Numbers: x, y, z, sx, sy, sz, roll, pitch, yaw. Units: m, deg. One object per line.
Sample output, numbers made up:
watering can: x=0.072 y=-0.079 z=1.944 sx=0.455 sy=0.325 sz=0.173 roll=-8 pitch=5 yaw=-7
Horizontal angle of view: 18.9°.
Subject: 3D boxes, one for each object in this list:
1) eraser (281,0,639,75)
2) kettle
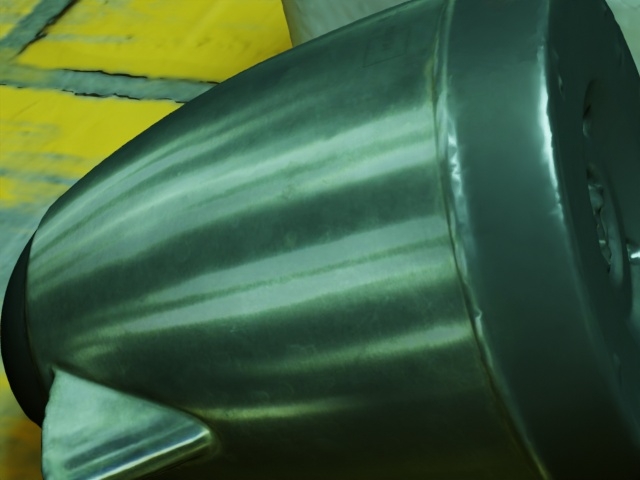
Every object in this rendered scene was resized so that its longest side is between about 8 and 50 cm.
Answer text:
eraser: x=0.131 y=-0.129 z=0.954 sx=0.331 sy=0.150 sz=0.331 roll=-8 pitch=37 yaw=6
kettle: x=-0.006 y=0.001 z=0.774 sx=0.271 sy=0.207 sz=0.250 roll=-14 pitch=63 yaw=20
